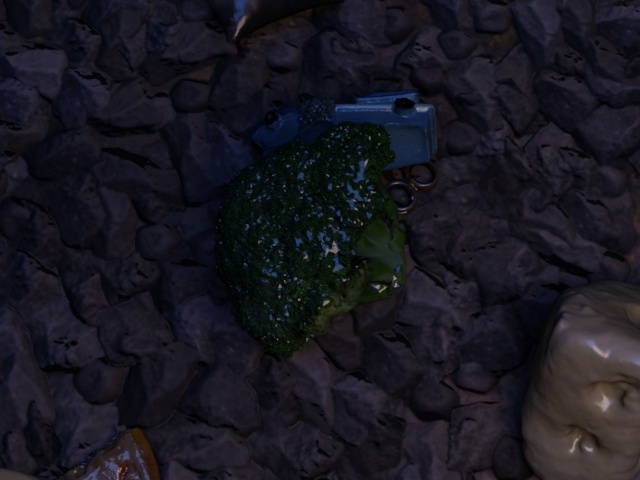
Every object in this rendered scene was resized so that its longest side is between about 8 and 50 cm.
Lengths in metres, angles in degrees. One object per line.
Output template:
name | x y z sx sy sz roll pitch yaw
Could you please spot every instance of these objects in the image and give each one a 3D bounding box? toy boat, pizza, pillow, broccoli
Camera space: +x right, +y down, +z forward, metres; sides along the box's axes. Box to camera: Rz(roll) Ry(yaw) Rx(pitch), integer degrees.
toy boat | 0.028 -0.143 1.332 0.237 0.109 0.098 -4 41 6
pizza | -0.280 0.309 1.205 0.195 0.052 0.185 -7 68 -4
pillow | -0.100 -0.395 1.421 0.186 0.106 0.250 -27 76 -18
broccoli | 0.000 0.000 1.231 0.245 0.265 0.295 6 111 -32

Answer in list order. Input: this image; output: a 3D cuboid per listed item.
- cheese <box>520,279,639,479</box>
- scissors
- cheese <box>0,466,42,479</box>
cheese | 0.337 0.158 1.231 0.173 0.251 0.248 20 35 18
scissors | 0.055 -0.127 1.380 0.220 0.017 0.088 41 77 12
cheese | -0.236 0.360 1.074 0.351 0.129 0.328 -25 85 -38
